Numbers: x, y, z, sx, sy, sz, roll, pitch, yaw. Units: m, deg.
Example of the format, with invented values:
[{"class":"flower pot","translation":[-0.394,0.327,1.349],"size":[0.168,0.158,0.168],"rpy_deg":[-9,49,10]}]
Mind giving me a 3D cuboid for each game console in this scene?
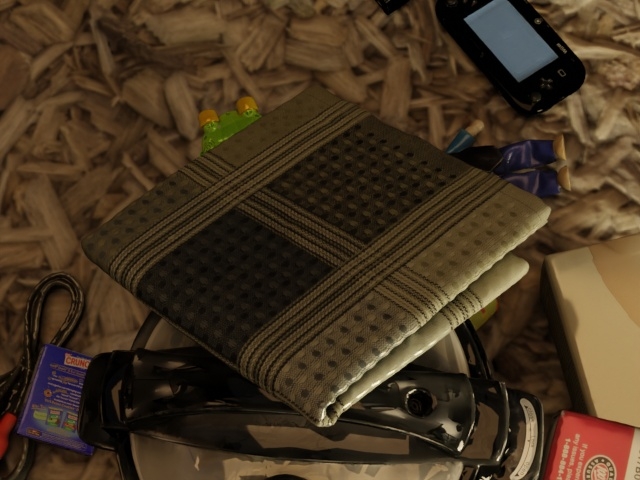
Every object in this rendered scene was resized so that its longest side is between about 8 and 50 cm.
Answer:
[{"class":"game console","translation":[0.197,-0.311,1.627],"size":[0.213,0.044,0.361],"rpy_deg":[-35,72,-5]}]

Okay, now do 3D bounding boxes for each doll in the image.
[{"class":"doll","translation":[0.196,-0.082,1.549],"size":[0.189,0.046,0.129],"rpy_deg":[-9,80,11]}]

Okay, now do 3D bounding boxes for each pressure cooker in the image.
[{"class":"pressure cooker","translation":[0.000,0.190,1.285],"size":[0.370,0.420,0.375],"rpy_deg":[-37,71,-5]}]

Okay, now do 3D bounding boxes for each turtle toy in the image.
[{"class":"turtle toy","translation":[-0.084,-0.120,1.585],"size":[0.130,0.066,0.095],"rpy_deg":[-18,70,0]}]

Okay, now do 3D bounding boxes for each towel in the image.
[{"class":"towel","translation":[0.000,0.000,1.183],"size":[0.312,0.056,0.324],"rpy_deg":[31,53,32]}]

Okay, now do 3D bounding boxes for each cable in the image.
[{"class":"cable","translation":[-0.353,0.170,1.519],"size":[0.139,0.072,0.287],"rpy_deg":[35,79,11]}]

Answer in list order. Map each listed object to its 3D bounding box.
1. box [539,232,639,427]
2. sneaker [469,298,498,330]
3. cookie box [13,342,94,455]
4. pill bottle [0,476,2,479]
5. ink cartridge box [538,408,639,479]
[{"class":"box","translation":[0.334,0.164,1.399],"size":[0.121,0.148,0.311],"rpy_deg":[-14,72,2]},{"class":"sneaker","translation":[0.130,0.021,1.513],"size":[0.094,0.081,0.208],"rpy_deg":[-27,76,-11]},{"class":"cookie box","translation":[-0.291,0.183,1.504],"size":[0.092,0.040,0.107],"rpy_deg":[21,74,-18]},{"class":"pill bottle","translation":[-0.323,0.345,1.411],"size":[0.121,0.121,0.216],"rpy_deg":[-44,84,-8]},{"class":"ink cartridge box","translation":[0.341,0.302,1.213],"size":[0.306,0.131,0.226],"rpy_deg":[13,79,9]}]
